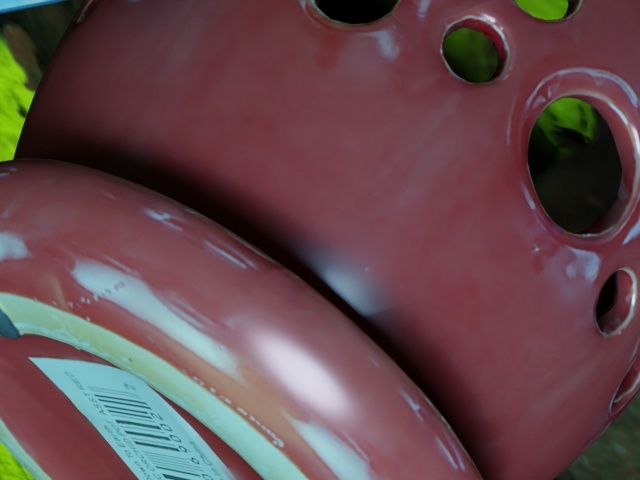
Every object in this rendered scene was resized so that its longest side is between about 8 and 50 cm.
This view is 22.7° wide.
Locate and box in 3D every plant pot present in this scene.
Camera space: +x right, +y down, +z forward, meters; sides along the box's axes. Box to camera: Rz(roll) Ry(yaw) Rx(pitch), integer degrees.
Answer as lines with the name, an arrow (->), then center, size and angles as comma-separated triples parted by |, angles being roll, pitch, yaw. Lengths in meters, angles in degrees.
plant pot -> 0.000, 0.000, 0.434 | 0.191, 0.174, 0.191 | 28, 150, 18

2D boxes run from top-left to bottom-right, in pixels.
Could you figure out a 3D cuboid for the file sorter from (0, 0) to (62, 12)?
file sorter -> -0.110, -0.134, 0.355 | 0.118, 0.104, 0.170 | -1, 100, 46
